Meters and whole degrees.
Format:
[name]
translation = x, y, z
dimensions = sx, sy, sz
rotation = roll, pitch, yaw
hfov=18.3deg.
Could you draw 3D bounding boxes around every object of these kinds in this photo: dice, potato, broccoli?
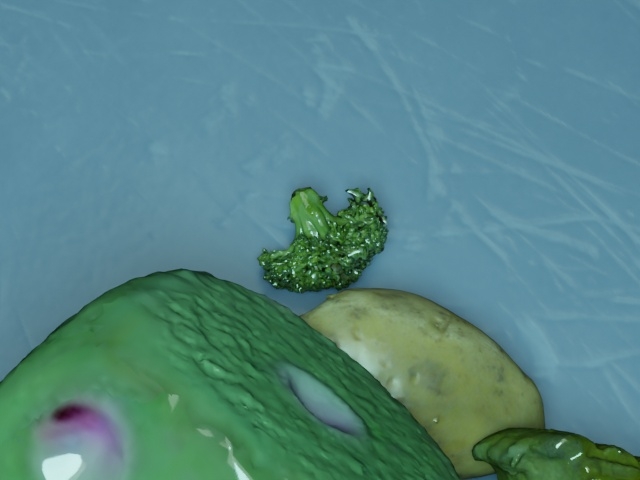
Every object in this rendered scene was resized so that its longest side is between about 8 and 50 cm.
[dice]
translation = -0.097, 0.234, 1.438
dimensions = 0.322, 0.318, 0.330
rotation = 41, 105, 13
[potato]
translation = 0.067, 0.118, 1.630
dimensions = 0.234, 0.128, 0.161
rotation = -2, 91, -8
[broccoli]
translation = 0.000, 0.000, 1.680
dimensions = 0.095, 0.097, 0.092
rotation = -21, 80, -41

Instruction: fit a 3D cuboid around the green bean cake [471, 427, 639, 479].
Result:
[green bean cake]
translation = 0.214, 0.278, 1.546
dimensions = 0.233, 0.124, 0.236
rotation = 17, 76, -24
